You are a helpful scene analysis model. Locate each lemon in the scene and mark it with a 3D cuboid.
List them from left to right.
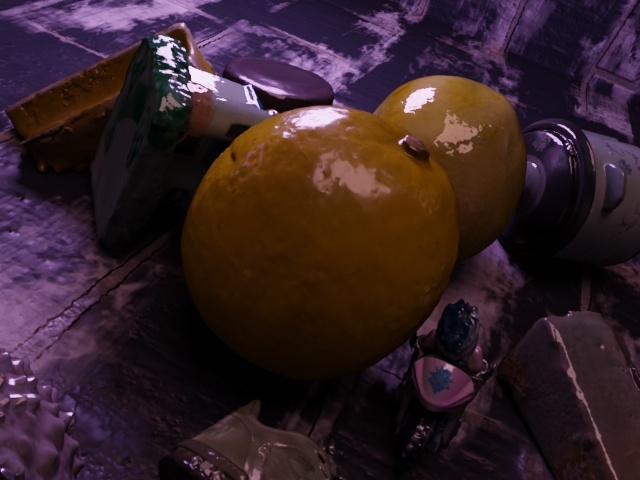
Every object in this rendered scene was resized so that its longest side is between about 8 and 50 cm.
[{"bbox_3d":[0.000,0.000,0.796,0.348,0.348,0.348,14,35,-10],"label":"lemon"}]

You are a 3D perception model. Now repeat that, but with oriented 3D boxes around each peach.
[{"bbox_3d":[0.197,-0.113,1.092,0.281,0.314,0.315,32,35,-11],"label":"peach"}]

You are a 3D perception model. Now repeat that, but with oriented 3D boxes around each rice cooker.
[{"bbox_3d":[0.468,-0.084,1.221,0.317,0.264,0.316,7,-4,0],"label":"rice cooker"}]

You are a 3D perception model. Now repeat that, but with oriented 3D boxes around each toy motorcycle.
[{"bbox_3d":[0.164,0.145,0.794,0.108,0.204,0.239,14,32,4],"label":"toy motorcycle"}]

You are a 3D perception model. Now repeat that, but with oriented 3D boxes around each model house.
[{"bbox_3d":[-0.141,-0.113,0.964,0.325,0.267,0.194,10,40,-34],"label":"model house"}]

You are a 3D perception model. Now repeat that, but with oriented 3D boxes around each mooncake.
[{"bbox_3d":[-0.091,-0.283,1.303,0.245,0.133,0.245,13,34,-9],"label":"mooncake"}]

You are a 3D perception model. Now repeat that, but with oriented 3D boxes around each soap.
[{"bbox_3d":[-0.303,-0.162,1.114,0.339,0.304,0.169,-24,49,6],"label":"soap"}]

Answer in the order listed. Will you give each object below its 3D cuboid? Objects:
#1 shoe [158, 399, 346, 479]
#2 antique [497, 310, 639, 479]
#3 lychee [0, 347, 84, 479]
[{"bbox_3d":[-0.005,0.259,0.630,0.293,0.109,0.149,29,41,19],"label":"shoe"},{"bbox_3d":[0.356,0.244,0.838,0.125,0.150,0.284,1,47,-20],"label":"antique"},{"bbox_3d":[-0.308,0.183,0.441,0.300,0.300,0.300,14,35,-10],"label":"lychee"}]
